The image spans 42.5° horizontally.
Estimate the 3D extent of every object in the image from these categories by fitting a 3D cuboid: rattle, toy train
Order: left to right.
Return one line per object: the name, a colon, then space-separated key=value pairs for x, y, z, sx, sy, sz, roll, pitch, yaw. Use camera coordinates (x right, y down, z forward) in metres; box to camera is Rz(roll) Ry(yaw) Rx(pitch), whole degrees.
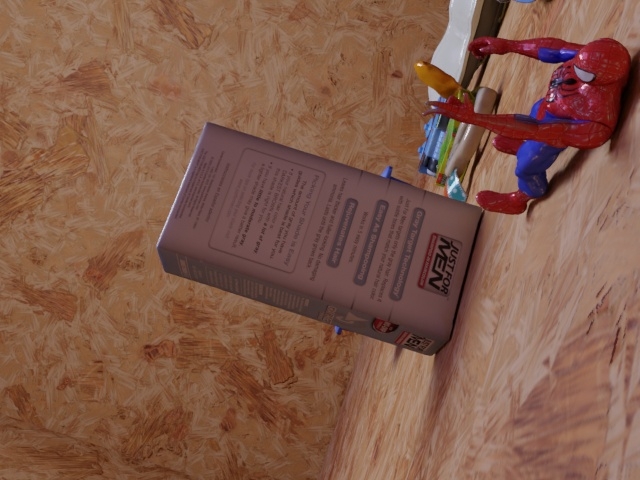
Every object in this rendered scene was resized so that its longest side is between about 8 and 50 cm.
rattle: x=0.187 y=-0.159 z=1.286 sx=0.130 sy=0.142 sz=0.200 roll=-123 pitch=55 yaw=-69
toy train: x=0.244 y=-0.206 z=1.617 sx=0.105 sy=0.080 sz=0.184 roll=-83 pitch=9 yaw=-67

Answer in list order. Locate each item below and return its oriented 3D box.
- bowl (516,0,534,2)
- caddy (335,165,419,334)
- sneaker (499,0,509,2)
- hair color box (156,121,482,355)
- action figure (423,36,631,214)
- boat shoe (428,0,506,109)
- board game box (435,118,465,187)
bowl: x=0.155 y=-0.461 z=1.019 sx=0.077 sy=0.391 sz=0.391 roll=-46 pitch=2 yaw=9
caddy: x=0.116 y=0.030 z=1.588 sx=0.241 sy=0.179 sz=0.342 roll=-57 pitch=-16 yaw=-78
sneaker: x=0.324 y=-0.461 z=1.368 sx=0.065 sy=0.061 sz=0.158 roll=-79 pitch=3 yaw=-45
hair color box: x=0.000 y=0.000 z=1.068 sx=0.114 sy=0.374 sz=0.185 roll=102 pitch=-175 yaw=-70
action figure: x=0.143 y=-0.097 z=0.638 sx=0.280 sy=0.139 sz=0.092 roll=109 pitch=178 yaw=-79
boat shoe: x=0.295 y=-0.389 z=1.649 sx=0.109 sy=0.091 sz=0.305 roll=57 pitch=146 yaw=41
board game box: x=0.243 y=-0.169 z=1.466 sx=0.181 sy=0.043 sz=0.092 roll=-68 pitch=-6 yaw=-60
